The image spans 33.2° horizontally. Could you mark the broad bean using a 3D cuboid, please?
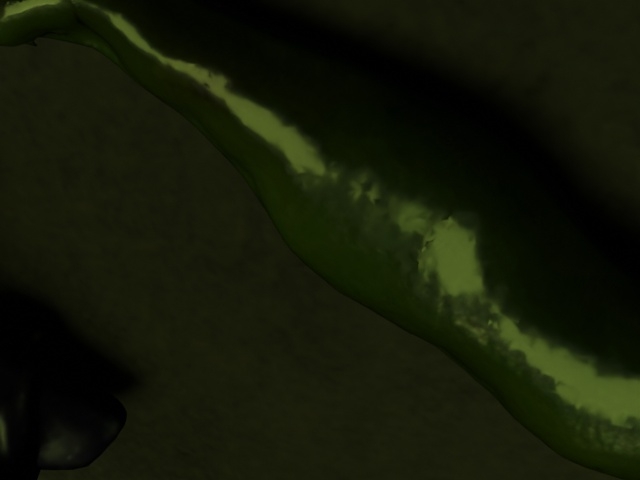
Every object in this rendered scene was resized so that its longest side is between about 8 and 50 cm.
[{"bbox_3d":[0.004,-0.010,0.332,0.318,0.056,0.098,22,112,5],"label":"broad bean"}]

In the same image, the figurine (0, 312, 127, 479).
[{"bbox_3d":[-0.270,-0.009,0.385,0.421,0.154,0.193,32,126,-6],"label":"figurine"}]
